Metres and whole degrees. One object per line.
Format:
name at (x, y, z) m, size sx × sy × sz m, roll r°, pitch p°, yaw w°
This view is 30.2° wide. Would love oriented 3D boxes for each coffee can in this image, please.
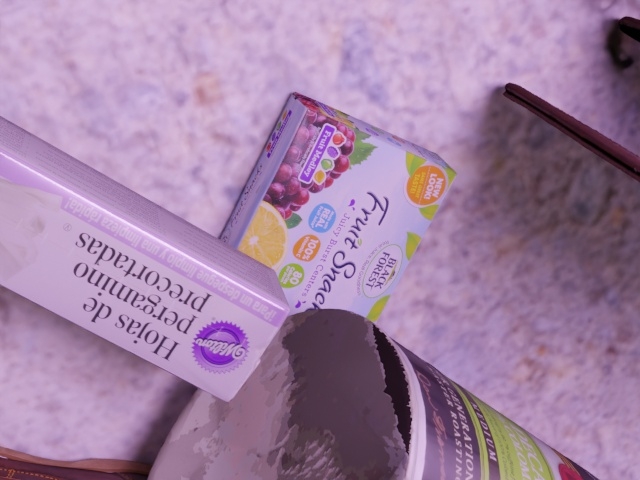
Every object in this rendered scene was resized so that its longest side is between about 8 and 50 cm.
coffee can at (0.062, 0.188, 0.666) m, size 0.275 × 0.201 × 0.201 m, roll 35°, pitch 99°, yaw -33°

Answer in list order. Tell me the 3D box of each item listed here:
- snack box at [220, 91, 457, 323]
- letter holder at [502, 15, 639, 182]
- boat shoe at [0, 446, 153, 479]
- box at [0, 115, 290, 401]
snack box at (0.000, 0.000, 0.679) m, size 0.100 × 0.037 × 0.141 m, roll 21°, pitch 106°, yaw -24°
letter holder at (0.250, -0.057, 0.583) m, size 0.214 × 0.302 × 0.152 m, roll 24°, pitch 103°, yaw -24°
boat shoe at (-0.173, 0.161, 0.676) m, size 0.207 × 0.073 × 0.073 m, roll 3°, pitch 114°, yaw -16°
box at (-0.167, -0.026, 0.582) m, size 0.324 × 0.067 × 0.063 m, roll 30°, pitch 101°, yaw -19°
